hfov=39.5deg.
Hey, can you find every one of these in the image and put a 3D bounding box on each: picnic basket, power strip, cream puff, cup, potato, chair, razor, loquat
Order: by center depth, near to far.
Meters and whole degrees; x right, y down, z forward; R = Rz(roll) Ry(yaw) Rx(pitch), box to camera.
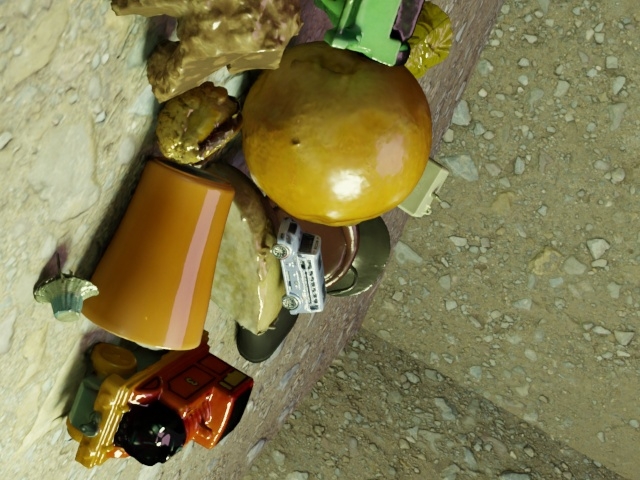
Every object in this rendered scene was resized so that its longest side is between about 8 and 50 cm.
[{"bbox_3d":[-0.333,0.062,1.165,0.065,0.083,0.083,78,5,-63],"label":"picnic basket"},{"bbox_3d":[-0.170,-0.158,1.218,0.133,0.104,0.119,-43,-168,-35],"label":"cream puff"},{"bbox_3d":[-0.230,0.018,1.295,0.264,0.182,0.226,-69,-160,8],"label":"cup"},{"bbox_3d":[0.027,-0.175,1.475,0.328,0.328,0.328,-57,167,-20],"label":"loquat"},{"bbox_3d":[-0.109,-0.010,1.563,0.189,0.211,0.264,-36,152,-45],"label":"potato"},{"bbox_3d":[0.083,-0.168,1.650,0.043,0.367,0.106,4,118,-61],"label":"power strip"},{"bbox_3d":[0.000,0.000,1.827,0.227,0.226,0.401,-61,165,2],"label":"chair"},{"bbox_3d":[-0.126,0.163,2.112,0.204,0.113,0.349,-54,166,-23],"label":"razor"}]

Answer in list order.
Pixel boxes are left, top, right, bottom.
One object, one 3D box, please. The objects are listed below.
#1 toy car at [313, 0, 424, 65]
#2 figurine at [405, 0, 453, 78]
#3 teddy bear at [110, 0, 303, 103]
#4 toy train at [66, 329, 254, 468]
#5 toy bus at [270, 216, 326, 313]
[{"bbox_3d":[0.067,-0.404,1.347,0.359,0.176,0.213,-113,-144,-53],"label":"toy car"},{"bbox_3d":[0.128,-0.356,1.851,0.315,0.187,0.168,-49,131,-39],"label":"figurine"},{"bbox_3d":[-0.128,-0.299,1.019,0.246,0.223,0.296,-23,-173,-21],"label":"teddy bear"},{"bbox_3d":[-0.261,0.263,1.503,0.163,0.231,0.369,-68,168,16],"label":"toy train"},{"bbox_3d":[-0.033,0.041,1.505,0.073,0.076,0.167,-76,163,-51],"label":"toy bus"}]
